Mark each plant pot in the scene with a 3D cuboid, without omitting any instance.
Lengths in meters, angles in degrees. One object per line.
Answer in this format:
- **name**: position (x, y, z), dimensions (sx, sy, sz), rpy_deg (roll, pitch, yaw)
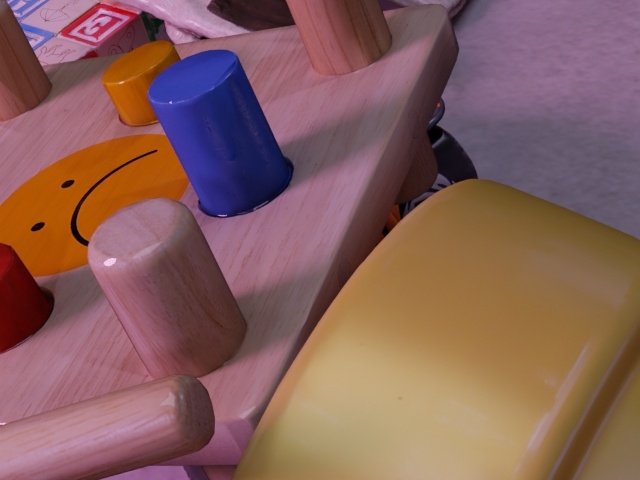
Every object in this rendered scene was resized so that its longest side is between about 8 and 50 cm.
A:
- **plant pot**: position (0.111, 0.136, 0.448), dimensions (0.239, 0.254, 0.254), rpy_deg (23, 53, 22)

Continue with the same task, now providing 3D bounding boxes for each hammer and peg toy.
- **hammer and peg toy**: position (-0.099, 0.027, 0.518), dimensions (0.266, 0.127, 0.361), rpy_deg (-5, 37, 26)

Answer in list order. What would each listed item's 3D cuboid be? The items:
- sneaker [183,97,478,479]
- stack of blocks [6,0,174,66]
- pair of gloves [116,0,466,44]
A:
- **sneaker**: position (0.000, 0.000, 0.728), dimensions (0.180, 0.124, 0.321), rpy_deg (-15, 39, 6)
- **stack of blocks**: position (-0.246, -0.139, 1.015), dimensions (0.297, 0.087, 0.171), rpy_deg (22, 54, 39)
- **pair of gloves**: position (-0.021, -0.190, 0.941), dimensions (0.204, 0.042, 0.240), rpy_deg (33, 44, 19)
